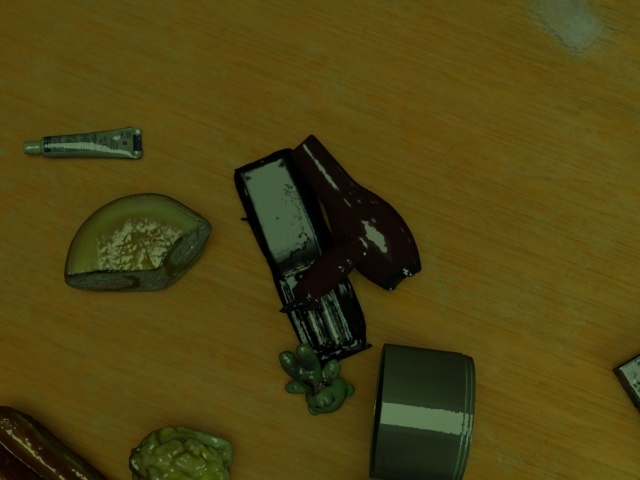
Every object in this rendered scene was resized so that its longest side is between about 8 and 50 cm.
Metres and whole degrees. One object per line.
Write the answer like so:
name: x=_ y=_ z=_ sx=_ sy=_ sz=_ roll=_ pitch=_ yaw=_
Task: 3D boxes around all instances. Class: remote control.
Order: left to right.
remote control: x=-0.037 y=0.031 z=1.684 sx=0.145 sy=0.062 sz=0.398 roll=-23 pitch=85 yaw=-2

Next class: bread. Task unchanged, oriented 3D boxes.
bread: x=-0.319 y=0.001 z=1.654 sx=0.261 sy=0.158 sz=0.156 roll=-4 pitch=74 yaw=1

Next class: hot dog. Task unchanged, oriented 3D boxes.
hot dog: x=-0.476 y=0.436 z=1.619 sx=0.349 sy=0.117 sz=0.158 roll=41 pitch=58 yaw=-3

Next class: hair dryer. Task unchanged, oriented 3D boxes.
hair dryer: x=0.000 y=0.000 z=1.578 sx=0.312 sy=0.123 sz=0.340 roll=49 pitch=44 yaw=1

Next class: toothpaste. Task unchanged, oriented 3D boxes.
toothpaste: x=-0.439 y=-0.175 z=1.724 sx=0.216 sy=0.037 sz=0.061 roll=-4 pitch=84 yaw=-4

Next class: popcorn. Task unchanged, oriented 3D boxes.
popcorn: x=-0.238 y=0.409 z=1.583 sx=0.167 sy=0.187 sz=0.185 roll=2 pitch=80 yaw=0

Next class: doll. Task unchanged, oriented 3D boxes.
doll: x=-0.014 y=0.248 z=1.637 sx=0.115 sy=0.077 sz=0.150 roll=-32 pitch=111 yaw=17

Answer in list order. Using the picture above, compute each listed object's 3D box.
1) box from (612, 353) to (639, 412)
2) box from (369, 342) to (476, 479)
box: x=0.683 y=0.321 z=1.633 sx=0.180 sy=0.047 sz=0.324 roll=-30 pitch=75 yaw=-2
box: x=0.168 y=0.295 z=1.572 sx=0.149 sy=0.226 sz=0.226 roll=8 pitch=84 yaw=2
